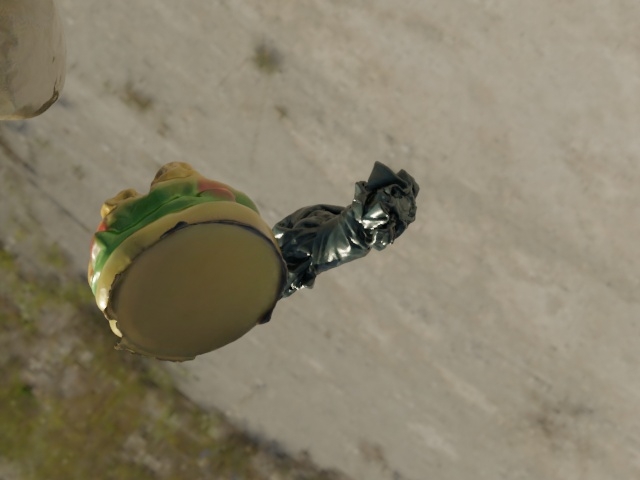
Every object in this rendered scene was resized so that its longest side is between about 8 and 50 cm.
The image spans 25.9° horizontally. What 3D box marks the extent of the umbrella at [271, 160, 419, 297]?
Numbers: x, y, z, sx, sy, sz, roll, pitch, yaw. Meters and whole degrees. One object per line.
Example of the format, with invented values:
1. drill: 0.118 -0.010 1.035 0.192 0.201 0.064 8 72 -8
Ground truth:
1. umbrella: -0.002 0.000 2.094 0.349 0.143 0.094 -26 119 38

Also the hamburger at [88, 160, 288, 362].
1. hamburger: -0.162 0.020 1.609 0.149 0.237 0.237 58 173 44

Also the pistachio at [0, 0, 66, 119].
1. pistachio: -0.239 -0.153 0.926 0.138 0.153 0.238 25 162 10
